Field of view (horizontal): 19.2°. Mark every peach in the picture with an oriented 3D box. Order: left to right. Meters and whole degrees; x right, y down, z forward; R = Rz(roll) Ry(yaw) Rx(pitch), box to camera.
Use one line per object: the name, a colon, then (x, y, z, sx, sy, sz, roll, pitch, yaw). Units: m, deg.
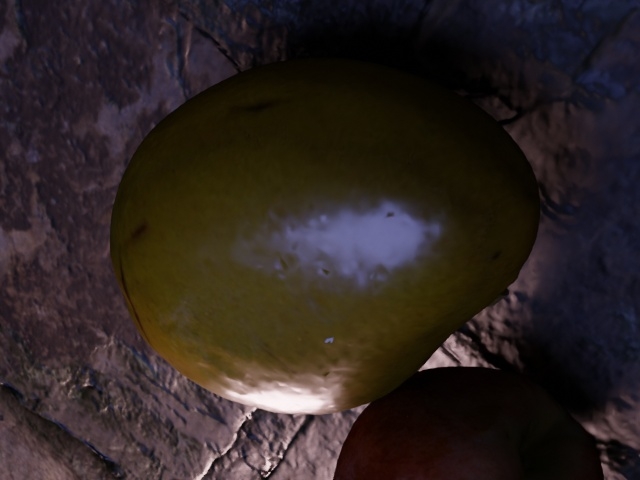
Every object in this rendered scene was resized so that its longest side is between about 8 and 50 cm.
peach: (0.114, 0.227, 1.647, 0.232, 0.232, 0.257, 49, 130, -4)

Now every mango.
mango: (0.000, 0.000, 1.541, 0.445, 0.220, 0.301, -10, 111, 51)
